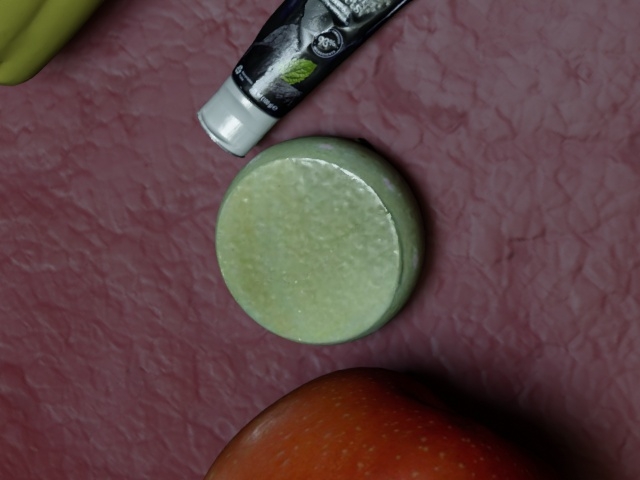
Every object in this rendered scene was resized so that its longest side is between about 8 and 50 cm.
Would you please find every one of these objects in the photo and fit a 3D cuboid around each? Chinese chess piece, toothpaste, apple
[{"bbox_3d":[0.000,0.000,1.100,0.144,0.058,0.144,6,108,18],"label":"Chinese chess piece"},{"bbox_3d":[-0.005,-0.140,1.073,0.071,0.045,0.193,46,107,2],"label":"toothpaste"},{"bbox_3d":[0.042,0.204,1.036,0.260,0.260,0.216,33,88,7],"label":"apple"}]

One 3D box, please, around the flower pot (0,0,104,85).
[{"bbox_3d":[-0.212,-0.205,1.052,0.195,0.195,0.179,38,124,5],"label":"flower pot"}]
